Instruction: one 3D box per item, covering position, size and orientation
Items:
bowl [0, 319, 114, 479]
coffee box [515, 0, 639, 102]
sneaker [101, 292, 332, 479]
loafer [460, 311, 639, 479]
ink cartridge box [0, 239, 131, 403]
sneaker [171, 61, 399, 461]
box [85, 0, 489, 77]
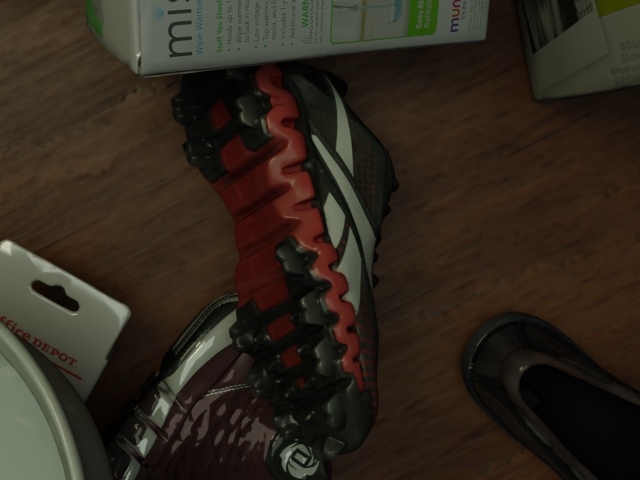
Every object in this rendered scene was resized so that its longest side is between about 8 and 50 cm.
[{"bbox_3d":[-0.227,0.168,0.633,0.298,0.134,0.297,-2,83,21],"label":"bowl"},{"bbox_3d":[0.295,-0.279,0.611,0.338,0.338,0.334,-12,95,-3],"label":"coffee box"},{"bbox_3d":[-0.087,0.187,0.745,0.162,0.106,0.281,39,91,-9],"label":"sneaker"},{"bbox_3d":[0.231,0.163,0.765,0.302,0.095,0.109,35,92,-6],"label":"loafer"},{"bbox_3d":[-0.211,0.096,0.749,0.104,0.060,0.180,30,93,-5],"label":"ink cartridge box"},{"bbox_3d":[0.000,0.000,0.713,0.135,0.098,0.276,-6,76,-43],"label":"sneaker"},{"bbox_3d":[-0.019,-0.243,0.626,0.231,0.127,0.262,-11,118,-22],"label":"box"}]
